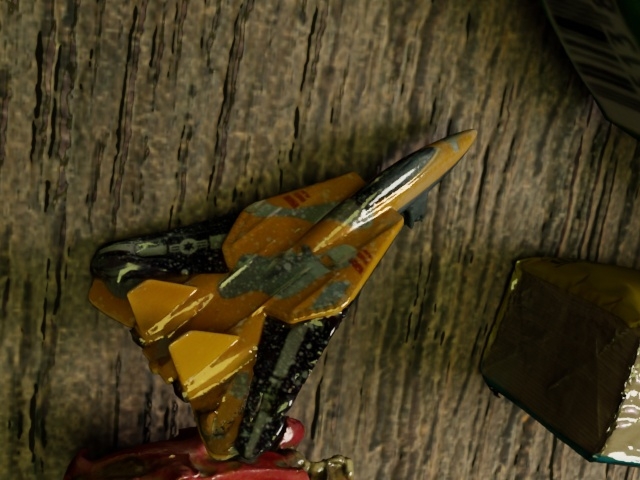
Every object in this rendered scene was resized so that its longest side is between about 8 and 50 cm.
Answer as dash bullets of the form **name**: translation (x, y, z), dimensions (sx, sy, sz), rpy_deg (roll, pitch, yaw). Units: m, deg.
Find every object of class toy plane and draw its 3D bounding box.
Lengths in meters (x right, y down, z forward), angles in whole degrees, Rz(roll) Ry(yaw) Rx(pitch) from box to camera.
- **toy plane**: translation (-0.001, 0.007, 0.699), dimensions (0.316, 0.204, 0.103), rpy_deg (-32, 152, -25)

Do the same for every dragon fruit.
- **dragon fruit**: translation (-0.080, 0.215, 0.718), dimensions (0.211, 0.134, 0.262), rpy_deg (-22, 129, -26)

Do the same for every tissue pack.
- **tissue pack**: translation (0.303, 0.105, 0.771), dimensions (0.270, 0.192, 0.134), rpy_deg (11, 101, -21)

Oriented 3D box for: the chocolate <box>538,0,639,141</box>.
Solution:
- **chocolate**: translation (0.295, -0.273, 0.656), dimensions (0.341, 0.161, 0.360), rpy_deg (-48, 124, -9)
